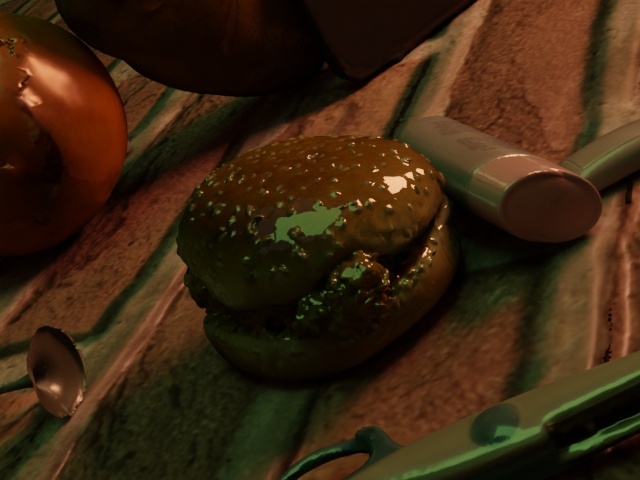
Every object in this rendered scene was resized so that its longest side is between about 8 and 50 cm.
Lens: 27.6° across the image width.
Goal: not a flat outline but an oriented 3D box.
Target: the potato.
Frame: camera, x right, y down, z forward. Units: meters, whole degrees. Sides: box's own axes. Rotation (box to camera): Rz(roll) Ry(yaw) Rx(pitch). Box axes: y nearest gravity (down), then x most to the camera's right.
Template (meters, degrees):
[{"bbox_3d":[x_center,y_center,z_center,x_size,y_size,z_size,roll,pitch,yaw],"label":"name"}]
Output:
[{"bbox_3d":[-0.122,-0.259,1.353,0.176,0.369,0.195,-16,67,38],"label":"potato"}]

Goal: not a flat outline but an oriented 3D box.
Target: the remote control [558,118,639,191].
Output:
[{"bbox_3d":[0.254,-0.085,0.943,0.184,0.027,0.050,-28,23,-5],"label":"remote control"}]

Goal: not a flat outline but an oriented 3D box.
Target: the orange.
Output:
[{"bbox_3d":[-0.316,-0.107,1.303,0.246,0.246,0.246,-22,23,10],"label":"orange"}]

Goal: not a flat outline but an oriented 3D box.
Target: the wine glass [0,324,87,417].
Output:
[{"bbox_3d":[-0.311,0.137,1.020,0.262,0.074,0.074,-19,24,20],"label":"wine glass"}]

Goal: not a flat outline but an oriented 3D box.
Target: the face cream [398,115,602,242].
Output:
[{"bbox_3d":[0.122,-0.046,0.951,0.084,0.057,0.198,3,15,-20],"label":"face cream"}]

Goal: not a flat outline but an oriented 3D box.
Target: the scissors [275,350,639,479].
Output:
[{"bbox_3d":[0.090,0.112,0.682,0.289,0.041,0.138,-26,24,10],"label":"scissors"}]

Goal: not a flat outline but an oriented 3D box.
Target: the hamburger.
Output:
[{"bbox_3d":[0.000,0.000,0.911,0.189,0.122,0.215,-33,26,-20],"label":"hamburger"}]

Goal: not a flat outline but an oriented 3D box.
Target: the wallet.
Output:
[{"bbox_3d":[0.094,-0.305,1.399,0.309,0.165,0.042,-40,23,-27],"label":"wallet"}]

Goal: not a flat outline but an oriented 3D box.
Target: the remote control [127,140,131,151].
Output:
[{"bbox_3d":[-0.323,-0.105,1.580,0.103,0.034,0.250,-38,26,-26],"label":"remote control"}]
